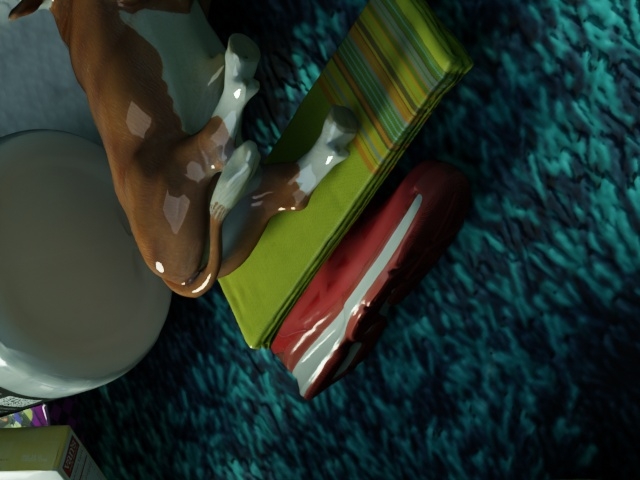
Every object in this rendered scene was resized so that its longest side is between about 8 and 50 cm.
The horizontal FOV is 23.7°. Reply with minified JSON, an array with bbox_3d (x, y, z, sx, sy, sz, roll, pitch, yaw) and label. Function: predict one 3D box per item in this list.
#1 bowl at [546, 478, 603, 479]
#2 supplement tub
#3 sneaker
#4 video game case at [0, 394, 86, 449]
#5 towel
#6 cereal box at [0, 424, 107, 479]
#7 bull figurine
[{"bbox_3d":[0.141,0.279,0.929,0.289,0.289,0.156,62,178,0],"label":"bowl"},{"bbox_3d":[-0.276,0.046,1.176,0.316,0.193,0.193,-21,96,44],"label":"supplement tub"},{"bbox_3d":[0.000,0.000,0.991,0.128,0.087,0.221,45,131,14],"label":"sneaker"},{"bbox_3d":[-0.287,0.218,1.373,0.210,0.042,0.232,12,117,36],"label":"video game case"},{"bbox_3d":[0.005,-0.047,0.945,0.237,0.021,0.102,-55,40,27],"label":"towel"},{"bbox_3d":[-0.235,0.235,1.222,0.173,0.047,0.240,-5,137,19],"label":"cereal box"},{"bbox_3d":[-0.100,-0.122,0.980,0.188,0.101,0.310,-40,66,39],"label":"bull figurine"}]
